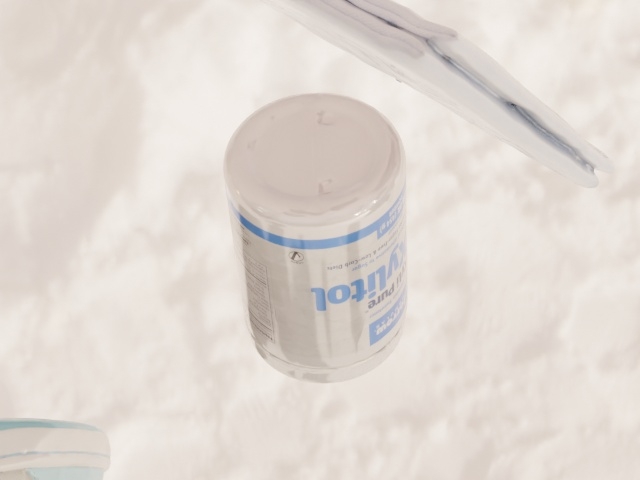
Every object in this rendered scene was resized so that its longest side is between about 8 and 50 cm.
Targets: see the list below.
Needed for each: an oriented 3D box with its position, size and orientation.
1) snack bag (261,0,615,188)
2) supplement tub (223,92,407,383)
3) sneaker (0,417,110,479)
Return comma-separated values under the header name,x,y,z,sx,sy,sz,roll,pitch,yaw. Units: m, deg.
name,x,y,z,sx,sy,sz,roll,pitch,yaw
snack bag,0.006,-0.151,1.010,0.342,0.323,0.037,33,96,29
supplement tub,0.000,0.000,0.626,0.071,0.107,0.071,-2,50,3
sneaker,-0.232,0.206,0.871,0.127,0.319,0.208,-8,85,33
